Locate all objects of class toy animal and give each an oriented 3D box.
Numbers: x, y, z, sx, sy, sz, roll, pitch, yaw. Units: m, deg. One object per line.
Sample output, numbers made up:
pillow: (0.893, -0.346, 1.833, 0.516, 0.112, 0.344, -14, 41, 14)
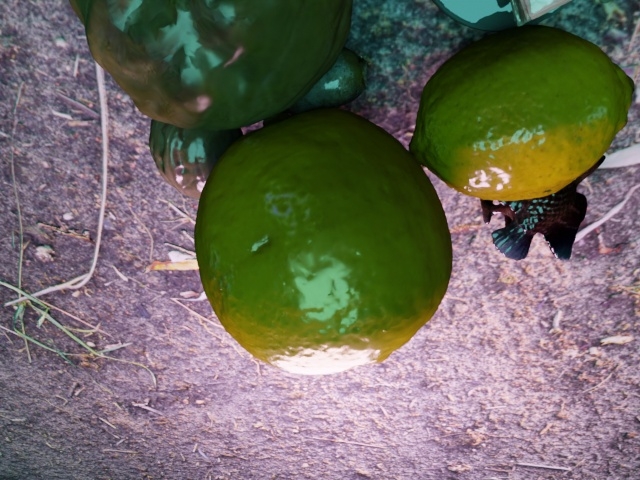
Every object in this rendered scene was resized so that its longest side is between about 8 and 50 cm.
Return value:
toy animal: (0.334, -0.061, 0.659, 0.218, 0.116, 0.179, 36, 124, -11)

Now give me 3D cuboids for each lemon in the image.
lemon: (0.000, 0.000, 0.584, 0.347, 0.348, 0.348, 4, 127, 5)
lemon: (0.237, -0.152, 0.552, 0.260, 0.204, 0.204, -12, 124, 18)

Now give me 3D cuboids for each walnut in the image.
walnut: (-0.119, -0.271, 0.484, 0.277, 0.282, 0.253, -40, 152, 24)
walnut: (-0.182, -0.137, 0.666, 0.140, 0.140, 0.162, 10, 118, 0)

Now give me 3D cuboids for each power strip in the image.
power strip: (0.225, -0.330, 0.513, 0.253, 0.054, 0.168, 11, 129, 0)

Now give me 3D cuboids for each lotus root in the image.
lotus root: (-0.010, -0.213, 0.614, 0.165, 0.088, 0.088, -11, 125, 25)

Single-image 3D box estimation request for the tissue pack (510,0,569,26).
tissue pack: (0.214, -0.395, 0.401, 0.170, 0.071, 0.326, -22, 105, 17)
